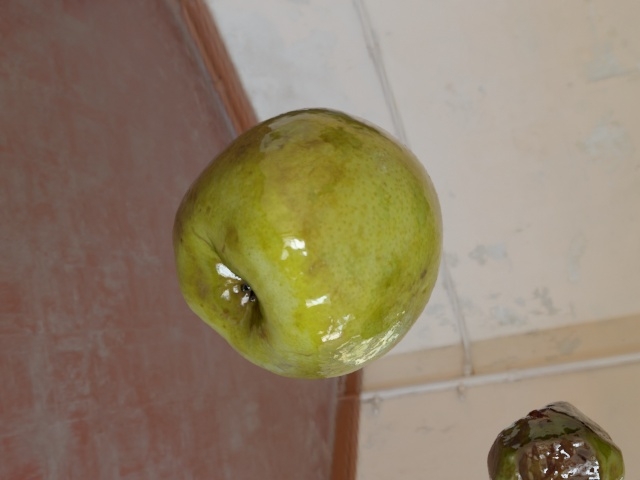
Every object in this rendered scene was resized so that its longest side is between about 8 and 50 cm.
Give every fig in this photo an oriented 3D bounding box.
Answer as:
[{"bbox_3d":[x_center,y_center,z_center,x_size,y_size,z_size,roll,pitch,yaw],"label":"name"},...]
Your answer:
[{"bbox_3d":[0.255,0.259,0.885,0.154,0.144,0.165,-67,154,-55],"label":"fig"}]

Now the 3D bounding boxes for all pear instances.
[{"bbox_3d":[0.000,0.000,0.900,0.304,0.304,0.304,-12,90,-73],"label":"pear"}]
